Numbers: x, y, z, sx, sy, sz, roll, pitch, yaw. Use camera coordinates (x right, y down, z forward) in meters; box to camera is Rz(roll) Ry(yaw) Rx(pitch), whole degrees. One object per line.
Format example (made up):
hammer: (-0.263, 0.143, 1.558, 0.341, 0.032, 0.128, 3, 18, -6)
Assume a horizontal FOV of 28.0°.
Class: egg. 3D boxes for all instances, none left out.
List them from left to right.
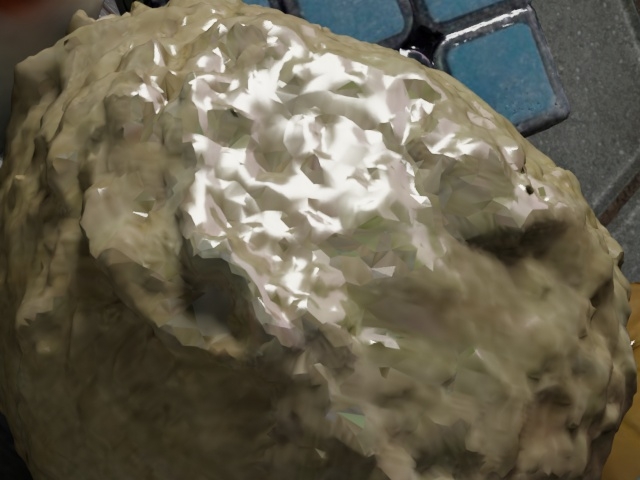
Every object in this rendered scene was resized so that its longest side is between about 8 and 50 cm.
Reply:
egg: (-0.014, 0.035, 0.554, 0.310, 0.279, 0.279, 43, 8, 16)

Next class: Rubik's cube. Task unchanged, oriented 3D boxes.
Rubik's cube: (0.000, -0.183, 1.141, 0.304, 0.305, 0.301, -179, -114, -82)

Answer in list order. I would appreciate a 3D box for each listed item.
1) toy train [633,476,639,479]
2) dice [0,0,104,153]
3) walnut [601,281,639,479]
toy train: (0.283, 0.268, 0.737, 0.429, 0.178, 0.249, 52, 12, -43)
dice: (-0.264, -0.167, 0.559, 0.243, 0.251, 0.259, 47, 11, 34)
walnut: (0.338, 0.205, 1.059, 0.398, 0.308, 0.354, 34, -5, -24)
